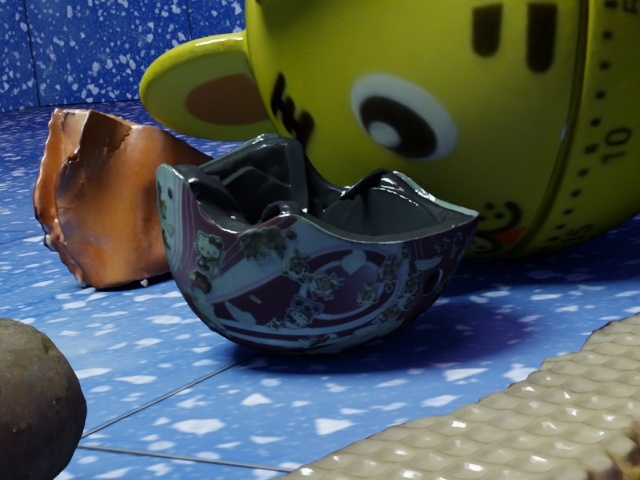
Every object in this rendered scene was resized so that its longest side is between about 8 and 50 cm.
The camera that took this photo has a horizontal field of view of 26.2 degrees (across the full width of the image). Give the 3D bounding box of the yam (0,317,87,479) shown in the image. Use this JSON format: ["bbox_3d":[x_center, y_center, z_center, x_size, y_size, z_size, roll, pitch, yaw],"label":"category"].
[{"bbox_3d":[-0.146,0.079,0.540,0.084,0.084,0.127,-3,12,17],"label":"yam"}]

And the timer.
[{"bbox_3d":[0.074,-0.149,0.926,0.387,0.376,0.376,-2,9,-12],"label":"timer"}]

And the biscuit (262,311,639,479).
[{"bbox_3d":[0.099,0.075,0.471,0.094,0.054,0.379,4,15,43],"label":"biscuit"}]

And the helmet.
[{"bbox_3d":[-0.009,0.013,0.766,0.177,0.107,0.153,18,16,20],"label":"helmet"}]

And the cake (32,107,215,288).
[{"bbox_3d":[-0.112,-0.019,1.089,0.098,0.135,0.287,-5,-11,35],"label":"cake"}]
